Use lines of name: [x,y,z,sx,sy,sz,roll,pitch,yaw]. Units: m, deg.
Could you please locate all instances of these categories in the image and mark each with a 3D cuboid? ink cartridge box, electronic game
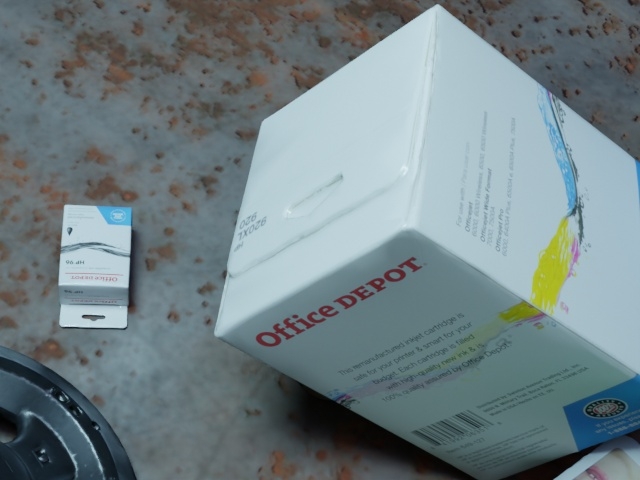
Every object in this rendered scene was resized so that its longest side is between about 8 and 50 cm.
ink cartridge box: [0.086,0.011,0.777,0.232,0.171,0.168,32,48,-28]
ink cartridge box: [-0.155,0.018,0.876,0.048,0.028,0.083,1,57,-8]
electronic game: [-0.211,0.153,0.736,0.229,0.048,0.229,20,44,-21]

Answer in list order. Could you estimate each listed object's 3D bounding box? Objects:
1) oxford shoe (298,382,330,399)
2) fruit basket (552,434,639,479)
oxford shoe: [0.000,0.000,0.888,0.076,0.076,0.212,-8,57,-13]
fruit basket: [0.118,0.283,0.638,0.353,0.165,0.327,-25,43,-15]
